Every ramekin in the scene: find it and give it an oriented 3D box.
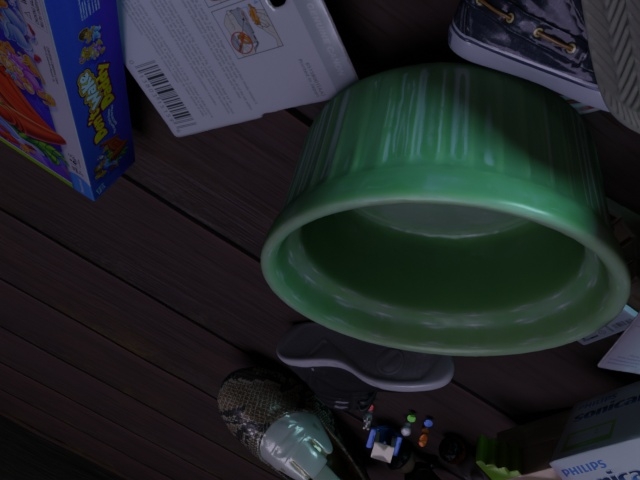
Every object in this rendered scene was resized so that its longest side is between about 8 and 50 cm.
[{"bbox_3d":[0.108,-0.015,0.535,0.303,0.148,0.303,8,152,4],"label":"ramekin"}]

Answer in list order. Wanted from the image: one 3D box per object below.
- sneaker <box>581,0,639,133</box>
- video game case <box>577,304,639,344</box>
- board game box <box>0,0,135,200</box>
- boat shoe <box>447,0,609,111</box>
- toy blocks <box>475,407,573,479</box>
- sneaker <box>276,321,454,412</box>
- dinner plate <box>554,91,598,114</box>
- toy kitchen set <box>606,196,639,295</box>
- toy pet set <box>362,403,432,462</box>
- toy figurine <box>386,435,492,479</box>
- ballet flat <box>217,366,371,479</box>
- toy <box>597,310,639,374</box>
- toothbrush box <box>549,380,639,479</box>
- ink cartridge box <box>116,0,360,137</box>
[{"bbox_3d":[0.215,-0.236,0.309,0.148,0.131,0.350,-21,116,0],"label":"sneaker"},{"bbox_3d":[0.305,0.078,0.697,0.122,0.011,0.087,33,142,-11],"label":"video game case"},{"bbox_3d":[-0.308,-0.212,0.563,0.233,0.078,0.347,32,150,5],"label":"board game box"},{"bbox_3d":[0.188,-0.153,0.417,0.183,0.065,0.083,18,140,6],"label":"boat shoe"},{"bbox_3d":[0.452,0.377,0.859,0.261,0.191,0.381,-32,107,33],"label":"toy blocks"},{"bbox_3d":[0.083,0.201,0.892,0.295,0.105,0.147,-1,137,38],"label":"sneaker"},{"bbox_3d":[0.200,-0.162,0.467,0.141,0.017,0.141,15,141,13],"label":"dinner plate"},{"bbox_3d":[0.271,0.011,0.577,0.075,0.083,0.068,28,141,-5],"label":"toy kitchen set"},{"bbox_3d":[0.136,0.350,1.085,0.122,0.065,0.114,15,106,7],"label":"toy pet set"},{"bbox_3d":[0.195,0.465,1.054,0.148,0.213,0.209,49,135,-4],"label":"toy figurine"},{"bbox_3d":[-0.010,0.420,1.127,0.483,0.164,0.182,55,171,-36],"label":"ballet flat"},{"bbox_3d":[0.327,0.009,0.489,0.136,0.056,0.237,16,114,-28],"label":"toy"},{"bbox_3d":[0.436,0.293,0.637,0.283,0.122,0.206,52,134,4],"label":"toothbrush box"},{"bbox_3d":[-0.109,-0.233,0.514,0.238,0.060,0.275,-5,133,31],"label":"ink cartridge box"}]
